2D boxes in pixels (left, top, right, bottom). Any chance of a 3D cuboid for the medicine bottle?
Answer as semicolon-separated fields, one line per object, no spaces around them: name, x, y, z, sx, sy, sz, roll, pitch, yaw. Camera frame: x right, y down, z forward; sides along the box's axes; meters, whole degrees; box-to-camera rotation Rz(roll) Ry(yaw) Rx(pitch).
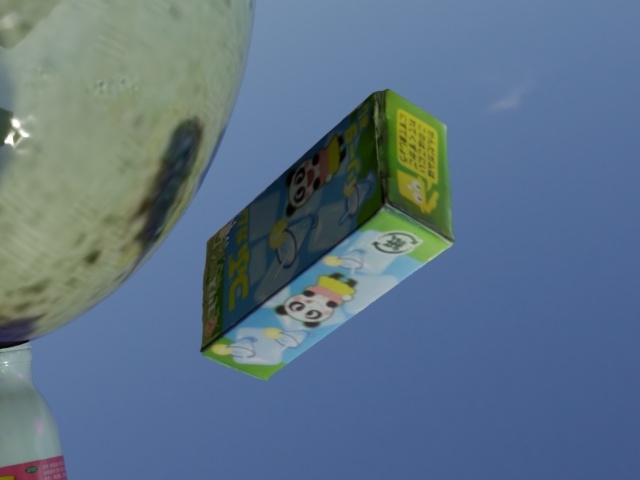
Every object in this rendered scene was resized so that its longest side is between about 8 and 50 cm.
medicine bottle;-0.291;0.194;1.387;0.091;0.216;0.090;-11;174;-1

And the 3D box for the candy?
candy;0.000;0.000;0.929;0.194;0.062;0.097;-39;-141;38

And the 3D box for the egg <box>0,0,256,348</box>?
egg;-0.217;-0.129;0.909;0.428;0.345;0.345;-58;-162;4
